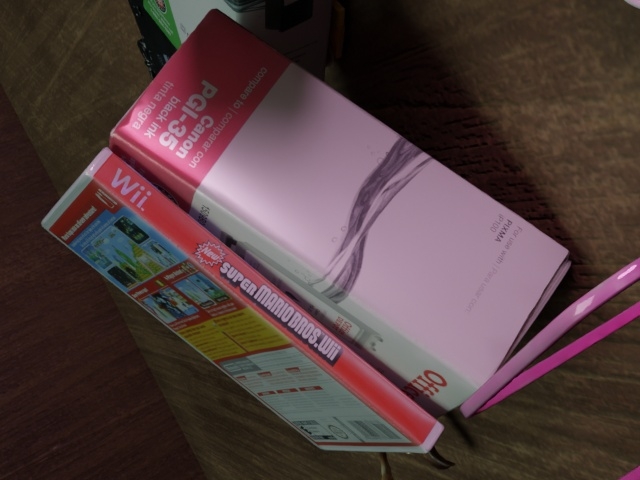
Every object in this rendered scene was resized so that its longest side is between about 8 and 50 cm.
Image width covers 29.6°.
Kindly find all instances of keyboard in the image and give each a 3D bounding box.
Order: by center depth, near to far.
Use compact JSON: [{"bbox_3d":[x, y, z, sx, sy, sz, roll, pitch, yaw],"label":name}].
[{"bbox_3d":[-0.163,-0.189,1.321,0.108,0.023,0.180,24,139,52],"label":"keyboard"}]

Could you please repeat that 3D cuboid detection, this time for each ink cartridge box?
[{"bbox_3d":[0.000,0.000,0.838,0.283,0.117,0.207,35,160,1],"label":"ink cartridge box"},{"bbox_3d":[-0.063,-0.216,0.879,0.153,0.087,0.208,52,155,28],"label":"ink cartridge box"}]

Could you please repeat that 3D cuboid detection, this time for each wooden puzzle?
[{"bbox_3d":[-0.011,-0.178,0.941,0.116,0.014,0.078,46,152,39],"label":"wooden puzzle"}]

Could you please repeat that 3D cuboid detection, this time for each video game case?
[{"bbox_3d":[-0.065,0.055,0.853,0.285,0.025,0.204,40,160,-11],"label":"video game case"}]

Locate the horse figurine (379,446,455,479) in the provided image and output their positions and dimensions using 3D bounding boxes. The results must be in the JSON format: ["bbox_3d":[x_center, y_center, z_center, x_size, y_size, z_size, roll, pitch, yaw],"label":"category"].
[{"bbox_3d":[0.049,0.097,1.046,0.174,0.066,0.263,-93,-16,-46],"label":"horse figurine"}]

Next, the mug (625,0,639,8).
[{"bbox_3d":[0.136,-0.147,0.530,0.064,0.062,0.078,-130,41,-55],"label":"mug"}]

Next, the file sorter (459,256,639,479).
[{"bbox_3d":[0.220,0.124,0.492,0.290,0.182,0.202,57,161,14],"label":"file sorter"}]
